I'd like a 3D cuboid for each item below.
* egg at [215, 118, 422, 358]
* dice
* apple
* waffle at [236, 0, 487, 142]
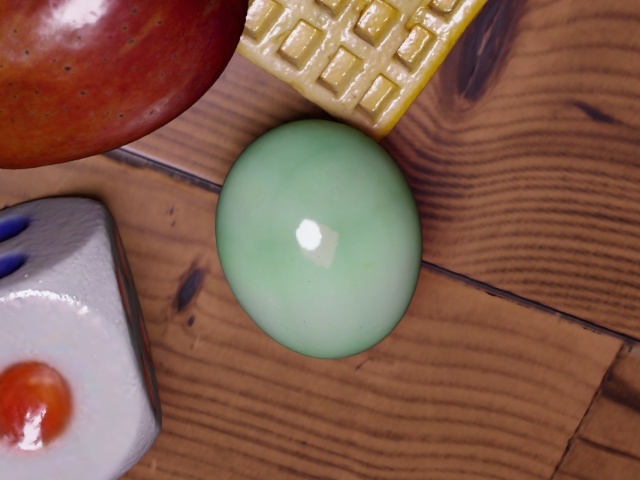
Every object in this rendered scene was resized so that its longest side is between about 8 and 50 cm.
[{"bbox_3d":[0.000,0.000,1.782,0.220,0.220,0.270,-16,124,0],"label":"egg"},{"bbox_3d":[-0.308,0.120,1.782,0.243,0.251,0.259,-17,114,-1],"label":"dice"},{"bbox_3d":[-0.277,-0.248,1.685,0.365,0.329,0.295,-34,153,12],"label":"apple"},{"bbox_3d":[0.032,-0.249,1.768,0.248,0.055,0.221,32,106,-18],"label":"waffle"}]
